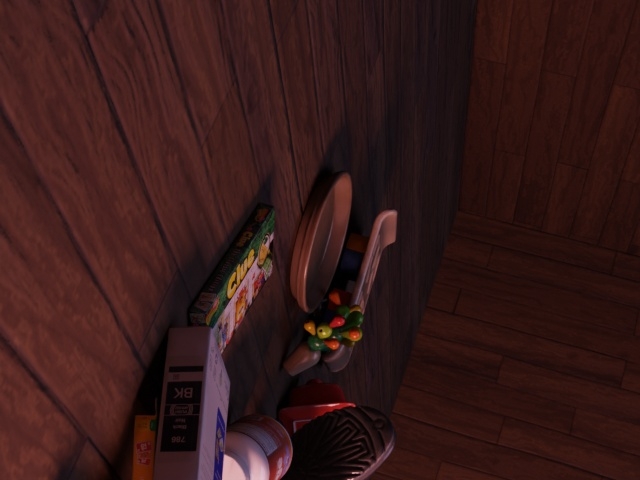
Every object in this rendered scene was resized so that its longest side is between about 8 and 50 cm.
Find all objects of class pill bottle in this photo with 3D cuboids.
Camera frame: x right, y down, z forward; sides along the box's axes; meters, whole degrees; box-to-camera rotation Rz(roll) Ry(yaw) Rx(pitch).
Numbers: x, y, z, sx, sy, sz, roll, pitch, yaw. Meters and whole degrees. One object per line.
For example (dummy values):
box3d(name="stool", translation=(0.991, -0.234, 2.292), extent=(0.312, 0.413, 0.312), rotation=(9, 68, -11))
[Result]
box3d(name="pill bottle", translation=(-0.127, 0.351, 1.601), extent=(0.216, 0.121, 0.121), rotation=(-10, 114, -76))

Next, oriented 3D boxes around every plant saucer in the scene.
box3d(name="plant saucer", translation=(0.000, 0.000, 1.929), extent=(0.278, 0.041, 0.278), rotation=(14, 90, -77))

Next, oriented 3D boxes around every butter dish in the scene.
box3d(name="butter dish", translation=(-0.009, 0.342, 2.111), extent=(0.160, 0.159, 0.118), rotation=(88, -2, -52))

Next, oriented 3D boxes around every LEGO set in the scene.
box3d(name="LEGO set", translation=(-0.010, 0.152, 2.115), extent=(0.083, 0.023, 0.054), rotation=(-64, 167, 9))

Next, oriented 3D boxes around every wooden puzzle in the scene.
box3d(name="wooden puzzle", translation=(0.071, 0.111, 2.242), extent=(0.322, 0.080, 0.348), rotation=(72, 39, -77))

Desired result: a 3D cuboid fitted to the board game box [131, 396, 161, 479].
box3d(name="board game box", translation=(-0.209, 0.333, 1.272), extent=(0.124, 0.039, 0.260), rotation=(79, 13, -71))

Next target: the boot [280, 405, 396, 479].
box3d(name="boot", translation=(0.015, 0.530, 1.953), extent=(0.367, 0.146, 0.445), rotation=(-32, 141, -8))

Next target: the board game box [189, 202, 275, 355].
box3d(name="board game box", translation=(-0.126, 0.071, 1.495), extent=(0.260, 0.030, 0.136), rotation=(-61, 159, -47))

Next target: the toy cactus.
box3d(name="toy cactus", translation=(0.000, 0.186, 1.958), extent=(0.180, 0.112, 0.219), rotation=(-39, 178, 6))

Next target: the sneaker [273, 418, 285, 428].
box3d(name="sneaker", translation=(-0.099, 0.412, 1.932), extent=(0.084, 0.058, 0.152), rotation=(-10, 108, -67))

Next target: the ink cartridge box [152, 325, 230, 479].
box3d(name="ink cartridge box", translation=(-0.162, 0.290, 1.278), extent=(0.165, 0.065, 0.333), rotation=(83, 5, -54))
